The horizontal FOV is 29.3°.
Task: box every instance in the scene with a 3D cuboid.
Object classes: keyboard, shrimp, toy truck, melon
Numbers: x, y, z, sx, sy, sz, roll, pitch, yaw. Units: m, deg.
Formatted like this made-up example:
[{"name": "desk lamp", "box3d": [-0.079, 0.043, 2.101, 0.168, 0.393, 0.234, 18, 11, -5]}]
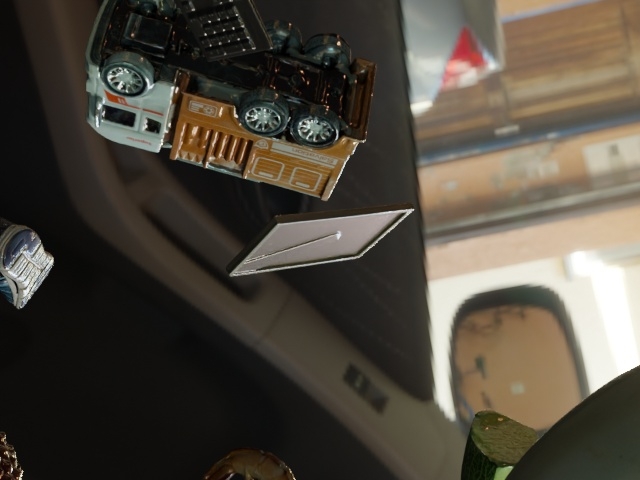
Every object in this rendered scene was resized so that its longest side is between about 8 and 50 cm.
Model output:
[{"name": "keyboard", "box3d": [-0.095, -0.208, 0.799, 0.010, 0.064, 0.198, -53, 126, -43]}, {"name": "shrimp", "box3d": [-0.121, 0.357, 1.673, 0.053, 0.236, 0.133, -20, 89, -54]}, {"name": "toy truck", "box3d": [-0.106, -0.155, 1.344, 0.162, 0.305, 0.136, 114, -12, -50]}, {"name": "melon", "box3d": [0.262, 0.417, 1.731, 0.196, 0.124, 0.323, -69, 157, -71]}]

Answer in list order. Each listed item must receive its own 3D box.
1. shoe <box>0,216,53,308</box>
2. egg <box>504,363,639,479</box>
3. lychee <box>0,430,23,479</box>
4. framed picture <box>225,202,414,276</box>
[{"name": "shoe", "box3d": [-0.460, 0.027, 1.795, 0.091, 0.106, 0.207, -59, 166, -23]}, {"name": "egg", "box3d": [0.295, 0.228, 1.041, 0.230, 0.371, 0.230, 57, -9, 14]}, {"name": "lychee", "box3d": [-0.523, 0.331, 1.624, 0.271, 0.271, 0.271, -11, 90, -79]}, {"name": "framed picture", "box3d": [0.000, 0.000, 1.922, 0.189, 0.260, 0.023, -44, -121, 52]}]
